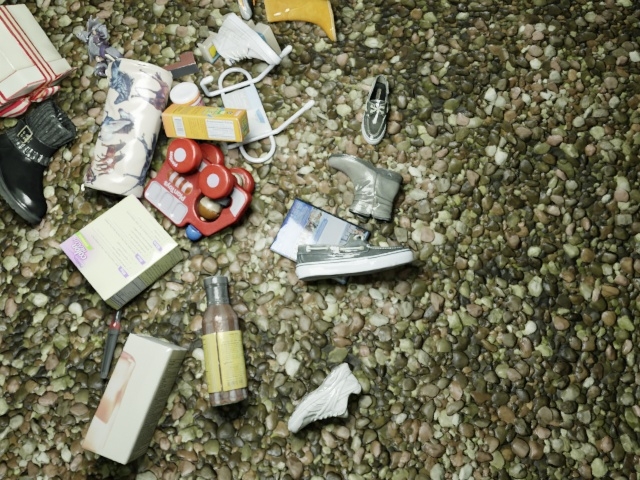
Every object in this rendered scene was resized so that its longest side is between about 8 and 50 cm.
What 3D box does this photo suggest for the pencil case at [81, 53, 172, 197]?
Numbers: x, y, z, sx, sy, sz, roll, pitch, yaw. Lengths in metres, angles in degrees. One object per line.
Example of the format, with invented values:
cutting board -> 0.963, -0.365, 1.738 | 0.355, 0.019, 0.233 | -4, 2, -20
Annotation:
pencil case -> -0.572, -0.317, 1.393 | 0.183, 0.160, 0.411 | 16, 94, -2

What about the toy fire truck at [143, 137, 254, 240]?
toy fire truck -> -0.359, -0.142, 1.412 | 0.302, 0.169, 0.254 | 39, 104, 11

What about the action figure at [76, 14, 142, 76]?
action figure -> -0.668, -0.587, 1.517 | 0.285, 0.185, 0.099 | 36, 61, 4

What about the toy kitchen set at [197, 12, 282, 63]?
toy kitchen set -> -0.263, -0.619, 1.553 | 0.207, 0.122, 0.166 | 33, 79, 30

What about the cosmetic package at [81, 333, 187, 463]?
cosmetic package -> -0.486, 0.410, 1.267 | 0.129, 0.153, 0.296 | 19, 76, 5

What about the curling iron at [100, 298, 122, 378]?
curling iron -> -0.605, 0.254, 1.367 | 0.068, 0.035, 0.274 | -2, 75, -2

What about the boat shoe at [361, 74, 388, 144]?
boat shoe -> 0.172, -0.411, 1.490 | 0.077, 0.070, 0.220 | 6, 76, 3

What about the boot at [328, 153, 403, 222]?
boot -> 0.115, -0.155, 1.427 | 0.246, 0.083, 0.161 | 21, 83, 8

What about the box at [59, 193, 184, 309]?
box -> -0.559, 0.032, 1.361 | 0.243, 0.117, 0.213 | -41, 78, -19

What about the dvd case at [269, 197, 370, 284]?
dvd case -> 0.000, 0.000, 1.418 | 0.252, 0.022, 0.181 | 25, 77, 8

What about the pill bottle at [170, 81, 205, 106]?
pill bottle -> -0.392, -0.398, 1.457 | 0.086, 0.152, 0.086 | -5, 56, 7

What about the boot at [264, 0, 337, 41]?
boot -> -0.071, -0.751, 1.577 | 0.211, 0.104, 0.295 | -17, 71, 3

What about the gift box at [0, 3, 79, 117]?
gift box -> -0.919, -0.529, 1.423 | 0.255, 0.276, 0.258 | -19, 114, 24

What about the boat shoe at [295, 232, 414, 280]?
boat shoe -> 0.090, 0.036, 1.331 | 0.334, 0.121, 0.119 | -6, 80, 2

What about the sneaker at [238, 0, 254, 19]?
sneaker -> -0.242, -0.845, 1.608 | 0.083, 0.084, 0.215 | -5, 75, -4

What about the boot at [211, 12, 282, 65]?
boot -> -0.225, -0.564, 1.420 | 0.123, 0.095, 0.258 | -48, 60, 11

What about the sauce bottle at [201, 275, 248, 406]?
sauce bottle -> -0.269, 0.271, 1.314 | 0.111, 0.111, 0.345 | -8, 76, 0

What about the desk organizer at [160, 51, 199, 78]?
desk organizer -> -0.471, -0.571, 1.564 | 0.130, 0.047, 0.050 | -16, 74, -2

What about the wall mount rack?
wall mount rack -> -0.192, -0.434, 1.477 | 0.304, 0.130, 0.350 | -20, 77, -3

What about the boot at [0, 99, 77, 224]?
boot -> -0.852, -0.246, 1.452 | 0.260, 0.131, 0.348 | -31, 77, -6

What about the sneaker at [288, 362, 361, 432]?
sneaker -> 0.017, 0.444, 1.275 | 0.232, 0.090, 0.115 | -42, 82, -7

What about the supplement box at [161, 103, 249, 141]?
supplement box -> -0.325, -0.336, 1.360 | 0.233, 0.080, 0.078 | 8, 39, 9
